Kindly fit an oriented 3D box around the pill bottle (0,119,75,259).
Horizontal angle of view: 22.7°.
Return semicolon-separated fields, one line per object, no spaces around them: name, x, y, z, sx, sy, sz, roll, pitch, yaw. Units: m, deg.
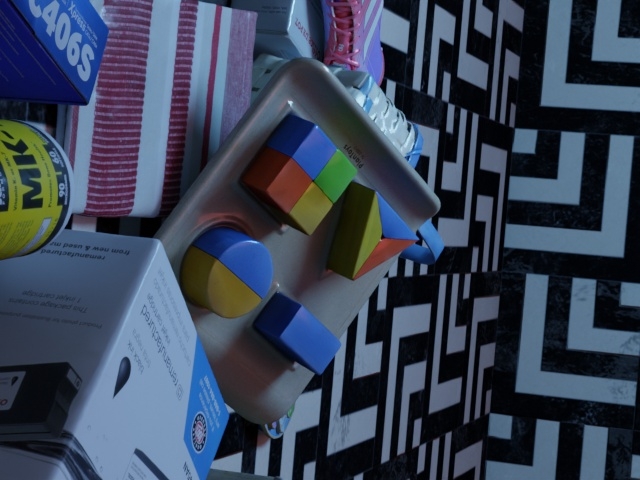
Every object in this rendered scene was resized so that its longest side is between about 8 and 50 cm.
pill bottle;-0.292;-0.037;1.267;0.208;0.119;0.119;-16;110;-71

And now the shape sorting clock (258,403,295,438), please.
shape sorting clock;-0.054;0.170;2.195;0.206;0.040;0.206;6;90;-72

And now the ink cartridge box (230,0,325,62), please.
ink cartridge box;-0.042;-0.328;2.015;0.153;0.086;0.208;48;49;-67

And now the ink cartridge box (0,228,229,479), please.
ink cartridge box;-0.241;0.228;1.421;0.285;0.166;0.395;74;28;-47

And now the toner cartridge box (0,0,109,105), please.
toner cartridge box;-0.294;-0.215;1.141;0.348;0.165;0.075;60;38;-62

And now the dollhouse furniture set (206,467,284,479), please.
dollhouse furniture set;-0.130;0.391;1.821;0.212;0.161;0.242;61;38;-60

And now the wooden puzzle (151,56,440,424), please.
wooden puzzle;-0.031;0.018;1.778;0.348;0.080;0.322;-51;135;-7

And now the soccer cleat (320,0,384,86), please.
soccer cleat;0.034;-0.262;2.009;0.248;0.083;0.095;79;29;-51

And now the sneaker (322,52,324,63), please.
sneaker;-0.009;-0.148;2.202;0.124;0.107;0.283;-106;-174;-63

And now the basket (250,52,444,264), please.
basket;0.005;-0.086;1.996;0.201;0.254;0.289;-61;140;-22

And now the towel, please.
towel;-0.172;-0.142;1.680;0.329;0.037;0.237;-2;98;-61
